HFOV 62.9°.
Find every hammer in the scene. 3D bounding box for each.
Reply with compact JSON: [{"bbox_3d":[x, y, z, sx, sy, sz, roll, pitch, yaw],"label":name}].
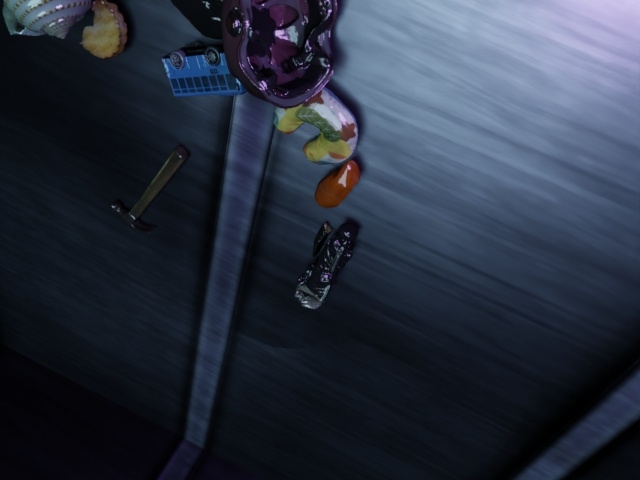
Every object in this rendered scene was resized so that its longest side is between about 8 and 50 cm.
[{"bbox_3d":[-0.561,-0.170,1.744,0.168,0.044,0.440,44,130,-9],"label":"hammer"}]

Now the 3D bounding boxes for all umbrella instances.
[{"bbox_3d":[0.015,0.085,1.627,0.113,0.106,0.358,33,131,3],"label":"umbrella"}]

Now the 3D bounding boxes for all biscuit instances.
[{"bbox_3d":[-0.588,-0.573,1.448,0.118,0.061,0.183,44,132,-13],"label":"biscuit"}]

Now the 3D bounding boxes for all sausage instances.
[{"bbox_3d":[0.050,-0.155,1.446,0.089,0.089,0.179,40,136,-7],"label":"sausage"}]

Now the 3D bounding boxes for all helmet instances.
[{"bbox_3d":[-0.111,-0.480,1.186,0.197,0.271,0.338,29,139,44],"label":"helmet"}]

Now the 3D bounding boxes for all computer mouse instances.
[{"bbox_3d":[-0.301,-0.627,1.240,0.183,0.116,0.323,-26,111,41],"label":"computer mouse"}]

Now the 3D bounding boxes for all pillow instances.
[{"bbox_3d":[-0.008,-0.301,1.374,0.233,0.086,0.214,43,141,-13],"label":"pillow"}]

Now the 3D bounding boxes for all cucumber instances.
[{"bbox_3d":[-0.002,-0.001,1.617,0.034,0.033,0.135,35,131,5],"label":"cucumber"}]

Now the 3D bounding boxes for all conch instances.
[{"bbox_3d":[-0.696,-0.667,1.324,0.303,0.215,0.320,-4,85,50],"label":"conch"}]

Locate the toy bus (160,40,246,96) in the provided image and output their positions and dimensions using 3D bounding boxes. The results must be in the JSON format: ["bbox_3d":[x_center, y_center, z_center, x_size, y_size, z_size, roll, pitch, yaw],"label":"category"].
[{"bbox_3d":[-0.278,-0.446,1.363,0.233,0.116,0.134,4,123,23],"label":"toy bus"}]
